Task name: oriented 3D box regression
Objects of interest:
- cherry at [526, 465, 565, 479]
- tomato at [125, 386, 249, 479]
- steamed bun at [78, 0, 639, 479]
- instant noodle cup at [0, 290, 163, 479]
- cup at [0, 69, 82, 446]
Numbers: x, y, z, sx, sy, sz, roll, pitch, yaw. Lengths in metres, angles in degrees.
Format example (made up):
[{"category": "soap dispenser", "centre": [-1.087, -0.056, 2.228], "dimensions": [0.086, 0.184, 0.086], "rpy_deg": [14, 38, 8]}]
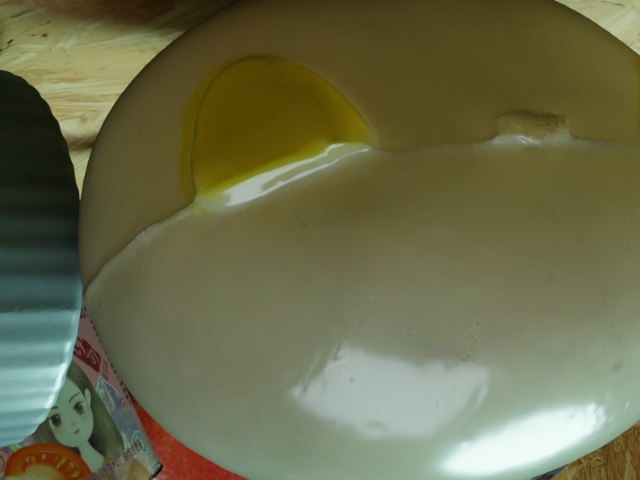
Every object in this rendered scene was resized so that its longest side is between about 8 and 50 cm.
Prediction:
[{"category": "cherry", "centre": [0.160, 0.139, 1.951], "dimensions": [0.218, 0.296, 0.255], "rpy_deg": [-34, 165, 0]}, {"category": "tomato", "centre": [-0.204, 0.215, 2.019], "dimensions": [0.293, 0.290, 0.325], "rpy_deg": [-7, 172, 40]}, {"category": "steamed bun", "centre": [0.049, -0.003, 1.058], "dimensions": [0.374, 0.334, 0.334], "rpy_deg": [-4, 168, -23]}, {"category": "instant noodle cup", "centre": [-0.279, 0.149, 1.623], "dimensions": [0.243, 0.231, 0.243], "rpy_deg": [-28, -177, 2]}, {"category": "cup", "centre": [-0.344, 0.021, 1.113], "dimensions": [0.311, 0.257, 0.331], "rpy_deg": [0, 165, -33]}]
